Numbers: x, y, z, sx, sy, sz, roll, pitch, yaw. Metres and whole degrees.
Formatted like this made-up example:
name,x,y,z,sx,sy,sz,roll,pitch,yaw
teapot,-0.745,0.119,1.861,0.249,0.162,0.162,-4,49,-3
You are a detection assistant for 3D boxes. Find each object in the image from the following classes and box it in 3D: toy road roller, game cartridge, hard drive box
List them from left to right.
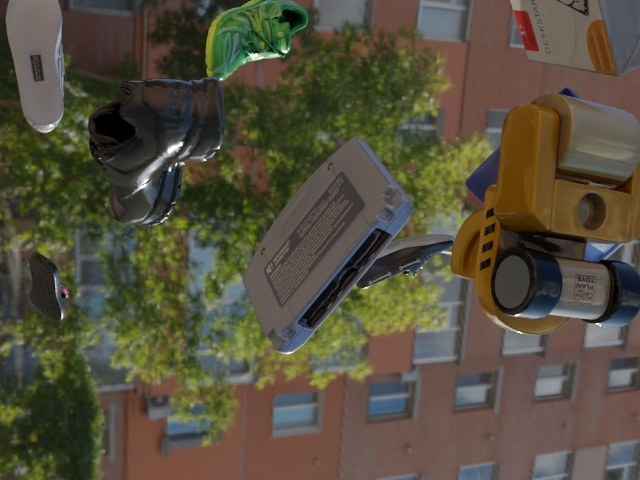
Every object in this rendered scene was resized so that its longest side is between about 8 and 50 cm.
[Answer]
name,x,y,z,sx,sy,sz,roll,pitch,yaw
game cartridge,0.000,0.000,1.192,0.294,0.060,0.196,-51,-138,18
toy road roller,0.311,-0.030,1.163,0.240,0.202,0.330,6,-91,64
hard drive box,0.371,-0.346,1.165,0.181,0.089,0.232,65,-8,-22

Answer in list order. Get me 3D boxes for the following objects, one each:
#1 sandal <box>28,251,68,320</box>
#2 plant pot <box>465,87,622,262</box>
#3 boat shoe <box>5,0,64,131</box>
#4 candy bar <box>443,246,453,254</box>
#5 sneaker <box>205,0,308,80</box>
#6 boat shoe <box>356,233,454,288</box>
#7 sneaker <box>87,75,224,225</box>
name,x,y,z,sx,sy,sz,roll,pitch,yaw
sandal,-0.422,0.070,1.271,0.040,0.067,0.179,-55,173,-37
plant pot,0.428,-0.081,1.377,0.236,0.236,0.212,-46,-121,17
boat shoe,-0.507,-0.328,1.462,0.088,0.096,0.268,165,-85,-70
candy bar,0.300,0.026,1.577,0.040,0.161,0.018,82,19,-73
sneaker,-0.125,-0.411,1.610,0.123,0.295,0.110,21,-41,22
boat shoe,0.147,0.034,1.436,0.075,0.206,0.065,-165,-117,-68
sneaker,-0.215,-0.107,0.947,0.286,0.130,0.109,-45,-130,50
